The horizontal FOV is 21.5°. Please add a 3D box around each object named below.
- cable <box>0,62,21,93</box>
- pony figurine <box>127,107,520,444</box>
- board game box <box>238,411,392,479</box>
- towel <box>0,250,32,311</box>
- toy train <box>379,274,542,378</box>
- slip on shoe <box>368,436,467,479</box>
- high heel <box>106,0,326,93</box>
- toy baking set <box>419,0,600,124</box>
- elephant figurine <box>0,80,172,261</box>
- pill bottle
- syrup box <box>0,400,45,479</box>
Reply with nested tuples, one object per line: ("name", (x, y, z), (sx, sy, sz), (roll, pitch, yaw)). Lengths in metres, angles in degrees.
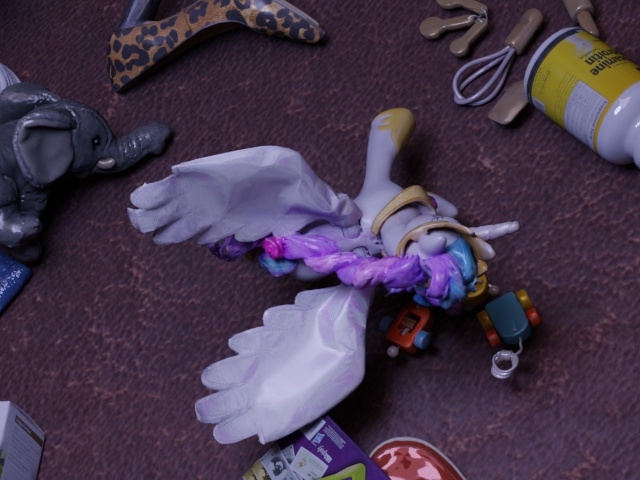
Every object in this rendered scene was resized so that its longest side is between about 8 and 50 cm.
("cable", (-0.489, -0.138, 2.125), (0.257, 0.089, 0.257), (-6, 57, 17))
("pony figurine", (0.000, 0.000, 1.721), (0.351, 0.303, 0.363), (-19, 21, -4))
("board game box", (0.009, 0.312, 1.589), (0.208, 0.056, 0.347), (-43, 35, -4))
("towel", (-0.399, 0.066, 1.997), (0.067, 0.029, 0.119), (27, 71, 31))
("toy train", (0.152, 0.093, 1.766), (0.166, 0.046, 0.125), (18, 67, 32))
("slip on shoe", (0.112, 0.322, 1.597), (0.123, 0.101, 0.331), (-22, 52, 8))
("high heel", (-0.134, -0.234, 2.081), (0.261, 0.093, 0.186), (23, 91, 18))
("toy baking set", (0.226, -0.243, 1.966), (0.197, 0.030, 0.256), (-27, 51, 7))
("elephant figurine", (-0.328, -0.110, 1.991), (0.169, 0.186, 0.239), (40, 88, 20))
("pill bottle", (0.314, -0.146, 1.820), (0.103, 0.103, 0.184), (-42, 55, -9))
("syrup box", (-0.374, 0.295, 1.799), (0.093, 0.096, 0.237), (-4, 58, 18))
